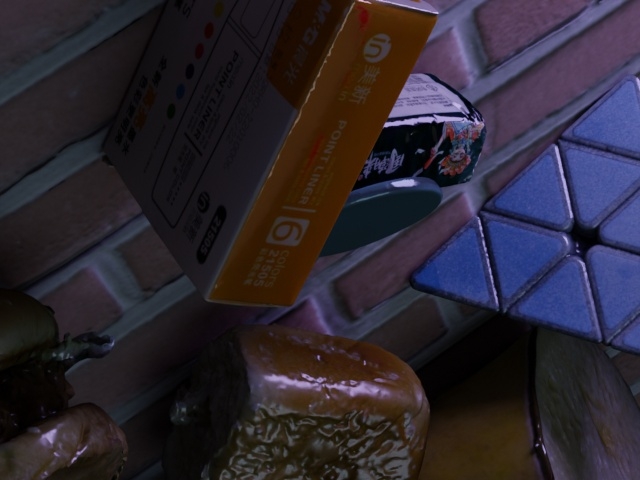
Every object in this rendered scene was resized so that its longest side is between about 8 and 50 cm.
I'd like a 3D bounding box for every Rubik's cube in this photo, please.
[{"bbox_3d":[0.274,0.017,1.760,0.233,0.228,0.229,47,137,-16],"label":"Rubik's cube"}]

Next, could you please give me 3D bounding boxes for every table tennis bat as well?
[{"bbox_3d":[0.000,0.000,1.519,0.244,0.040,0.153,-28,163,36],"label":"table tennis bat"}]

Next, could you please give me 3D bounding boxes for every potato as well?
[{"bbox_3d":[0.177,0.264,1.893,0.296,0.290,0.397,-23,-173,22],"label":"potato"}]

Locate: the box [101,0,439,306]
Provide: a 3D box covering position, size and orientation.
[{"bbox_3d":[-0.046,-0.117,1.324,0.091,0.221,0.274,8,118,-38],"label":"box"}]

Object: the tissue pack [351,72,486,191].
[{"bbox_3d":[0.050,-0.091,1.516,0.170,0.103,0.090,-10,124,-33],"label":"tissue pack"}]

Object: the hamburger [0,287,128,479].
[{"bbox_3d":[-0.297,0.185,1.368,0.318,0.195,0.277,-44,169,22],"label":"hamburger"}]

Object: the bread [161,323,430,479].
[{"bbox_3d":[-0.038,0.178,1.638,0.246,0.176,0.195,12,108,-28],"label":"bread"}]
